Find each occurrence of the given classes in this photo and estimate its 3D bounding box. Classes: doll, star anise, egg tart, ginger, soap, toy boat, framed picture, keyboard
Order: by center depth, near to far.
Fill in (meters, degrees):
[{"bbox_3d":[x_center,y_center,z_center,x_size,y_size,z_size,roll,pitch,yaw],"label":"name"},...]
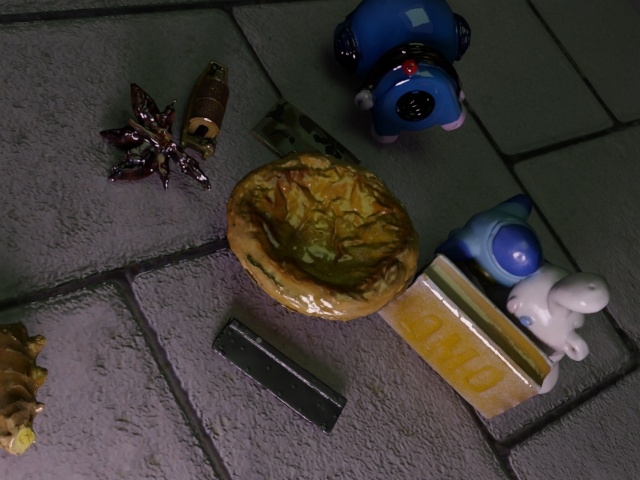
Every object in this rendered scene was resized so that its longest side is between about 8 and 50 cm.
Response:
[{"bbox_3d":[-0.406,0.179,1.212,0.115,0.081,0.205,-10,58,-53],"label":"ginger"},{"bbox_3d":[-0.065,0.212,1.463,0.231,0.023,0.072,37,52,-6],"label":"keyboard"},{"bbox_3d":[-0.287,-0.153,1.540,0.157,0.053,0.213,-23,87,-12],"label":"star anise"},{"bbox_3d":[0.003,0.003,1.557,0.340,0.129,0.341,6,53,-8],"label":"egg tart"},{"bbox_3d":[0.245,0.167,1.604,0.274,0.173,0.089,44,53,1],"label":"soap"},{"bbox_3d":[0.336,0.070,1.645,0.187,0.376,0.366,-17,58,-31],"label":"doll"},{"bbox_3d":[-0.197,-0.236,1.647,0.068,0.088,0.226,24,49,-18],"label":"toy boat"},{"bbox_3d":[-0.024,-0.177,1.777,0.201,0.010,0.136,39,45,-4],"label":"framed picture"},{"bbox_3d":[0.170,-0.376,1.895,0.284,0.240,0.310,-3,50,-3],"label":"doll"}]
